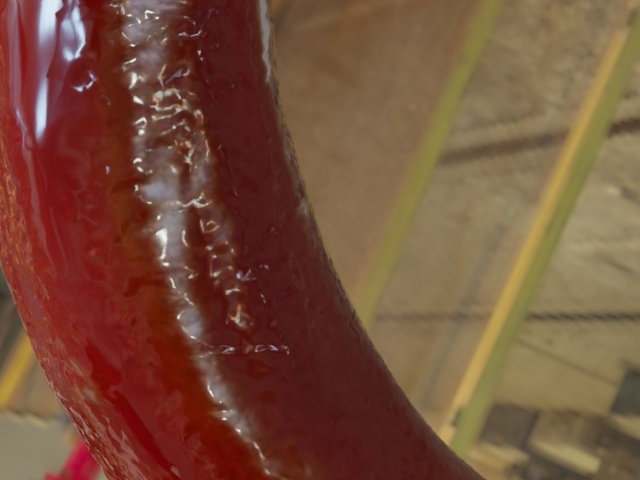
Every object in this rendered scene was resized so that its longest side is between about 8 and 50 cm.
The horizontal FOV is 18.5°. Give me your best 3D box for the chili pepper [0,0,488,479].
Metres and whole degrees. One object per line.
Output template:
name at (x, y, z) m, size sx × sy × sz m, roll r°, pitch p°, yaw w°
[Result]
chili pepper at (-0.008, -0.002, 0.472) m, size 0.092 × 0.137 × 0.368 m, roll -100°, pitch -9°, yaw -72°
